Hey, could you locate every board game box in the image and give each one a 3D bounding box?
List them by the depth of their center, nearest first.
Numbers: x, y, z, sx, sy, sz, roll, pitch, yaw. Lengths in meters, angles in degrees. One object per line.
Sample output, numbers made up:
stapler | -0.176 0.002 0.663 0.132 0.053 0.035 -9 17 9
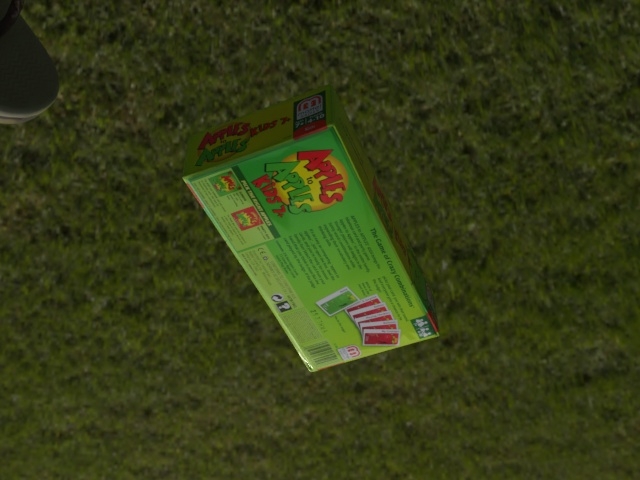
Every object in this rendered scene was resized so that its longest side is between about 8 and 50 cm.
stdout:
board game box | 0.000 0.000 0.572 0.092 0.043 0.181 -18 129 14

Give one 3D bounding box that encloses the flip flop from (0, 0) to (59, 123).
flip flop | -0.219 -0.188 0.524 0.080 0.112 0.277 -8 124 16
